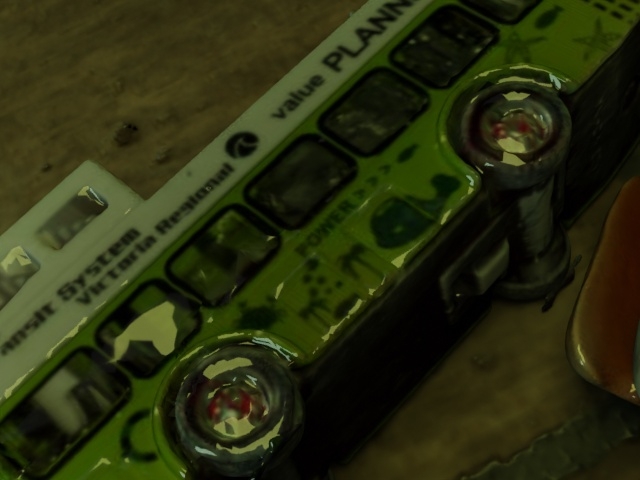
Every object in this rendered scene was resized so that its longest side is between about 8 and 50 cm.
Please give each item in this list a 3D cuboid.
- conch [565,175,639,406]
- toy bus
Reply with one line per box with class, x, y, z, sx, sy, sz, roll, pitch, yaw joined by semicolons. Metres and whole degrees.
conch;0.143;0.005;0.417;0.094;0.104;0.176;6;54;-17
toy bus;0.000;0.000;0.442;0.139;0.113;0.302;37;71;27
